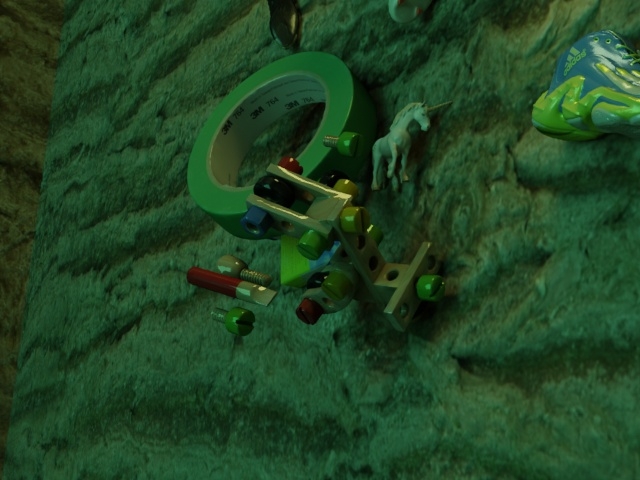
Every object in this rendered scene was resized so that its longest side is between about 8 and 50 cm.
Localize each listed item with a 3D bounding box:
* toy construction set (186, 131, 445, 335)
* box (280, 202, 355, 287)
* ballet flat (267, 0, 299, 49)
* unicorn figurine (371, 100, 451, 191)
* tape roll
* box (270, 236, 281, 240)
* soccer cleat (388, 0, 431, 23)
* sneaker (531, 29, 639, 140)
[{"bbox_3d":[0.018,0.031,1.250,0.237,0.309,0.257,14,120,38],"label":"toy construction set"},{"bbox_3d":[0.000,0.000,1.524,0.178,0.042,0.109,-26,58,50],"label":"box"},{"bbox_3d":[-0.068,-0.422,1.803,0.049,0.057,0.173,77,-175,-58],"label":"ballet flat"},{"bbox_3d":[0.112,-0.133,1.384,0.162,0.060,0.111,-17,64,54],"label":"unicorn figurine"},{"bbox_3d":[-0.065,-0.154,1.531,0.321,0.077,0.321,-22,45,24],"label":"tape roll"},{"bbox_3d":[-0.060,-0.050,1.601,0.136,0.081,0.028,-60,36,26],"label":"box"},{"bbox_3d":[0.146,-0.413,1.441,0.076,0.068,0.196,13,82,63],"label":"soccer cleat"},{"bbox_3d":[0.323,-0.175,1.041,0.240,0.091,0.126,10,86,59],"label":"sneaker"}]
